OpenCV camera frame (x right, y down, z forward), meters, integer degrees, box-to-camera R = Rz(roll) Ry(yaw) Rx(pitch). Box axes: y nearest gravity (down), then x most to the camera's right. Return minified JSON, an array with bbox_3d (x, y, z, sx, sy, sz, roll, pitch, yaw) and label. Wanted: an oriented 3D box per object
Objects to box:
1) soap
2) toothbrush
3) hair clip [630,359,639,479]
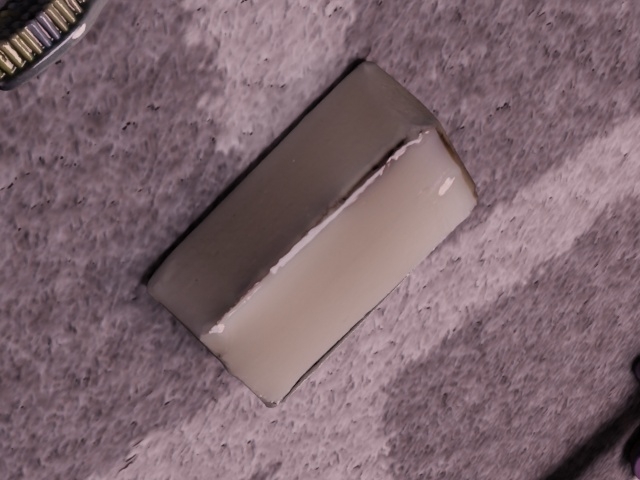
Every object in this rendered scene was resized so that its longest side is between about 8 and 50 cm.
[{"bbox_3d":[0.000,0.000,1.048,0.183,0.064,0.121,-45,148,-5],"label":"soap"},{"bbox_3d":[-0.021,-0.208,0.842,0.375,0.028,0.037,-45,140,-4],"label":"toothbrush"},{"bbox_3d":[0.335,0.160,1.591,0.137,0.090,0.278,-37,150,-11],"label":"hair clip"}]
